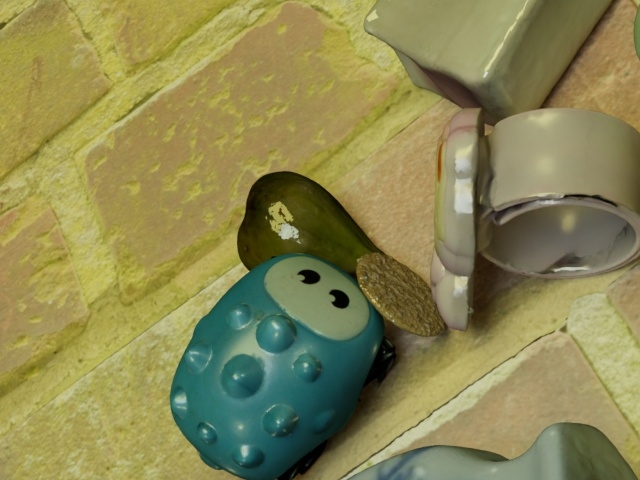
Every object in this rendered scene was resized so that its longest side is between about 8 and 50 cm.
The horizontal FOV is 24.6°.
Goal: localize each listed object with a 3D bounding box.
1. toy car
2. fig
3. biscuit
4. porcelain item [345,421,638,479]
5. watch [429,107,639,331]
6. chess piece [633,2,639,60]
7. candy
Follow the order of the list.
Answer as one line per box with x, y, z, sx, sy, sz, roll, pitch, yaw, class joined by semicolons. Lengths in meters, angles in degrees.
-0.050;0.131;1.547;0.188;0.190;0.255;39;86;14;toy car
-0.010;-0.012;1.677;0.184;0.127;0.133;3;53;38;fig
0.086;0.058;1.580;0.015;0.120;0.120;-50;46;27;biscuit
0.095;0.315;1.352;0.405;0.178;0.243;-27;40;31;porcelain item
0.223;-0.023;1.504;0.217;0.248;0.211;3;62;6;watch
0.371;-0.279;1.463;0.194;0.299;0.195;-16;57;26;chess piece
0.235;-0.315;1.676;0.208;0.145;0.359;29;81;41;candy
